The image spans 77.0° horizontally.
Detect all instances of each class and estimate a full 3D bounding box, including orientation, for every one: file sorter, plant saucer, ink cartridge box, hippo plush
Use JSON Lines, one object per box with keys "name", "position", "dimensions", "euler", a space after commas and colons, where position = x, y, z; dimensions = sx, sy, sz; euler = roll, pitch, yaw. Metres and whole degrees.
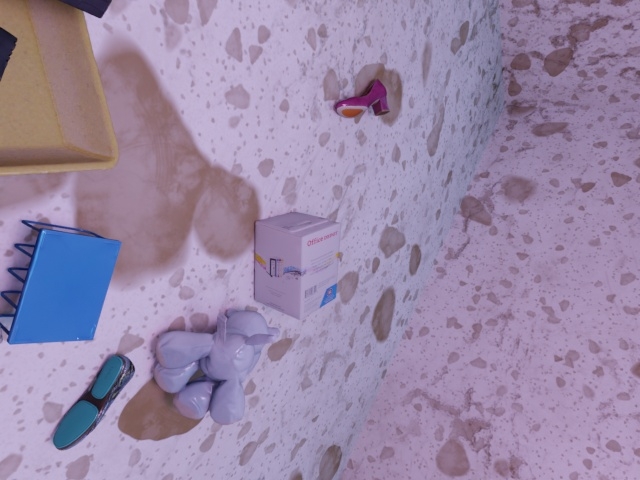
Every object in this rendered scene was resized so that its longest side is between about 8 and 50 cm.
{"name": "file sorter", "position": [-0.421, 0.062, 0.640], "dimensions": [0.118, 0.105, 0.170], "euler": [16, 91, -57]}
{"name": "plant saucer", "position": [-0.439, -0.225, 0.445], "dimensions": [0.333, 0.081, 0.332], "euler": [-19, 99, -51]}
{"name": "ink cartridge box", "position": [-0.063, 0.058, 1.094], "dimensions": [0.171, 0.168, 0.232], "euler": [-21, 121, -50]}
{"name": "hippo plush", "position": [-0.234, 0.245, 0.953], "dimensions": [0.236, 0.235, 0.294], "euler": [-67, 179, -72]}

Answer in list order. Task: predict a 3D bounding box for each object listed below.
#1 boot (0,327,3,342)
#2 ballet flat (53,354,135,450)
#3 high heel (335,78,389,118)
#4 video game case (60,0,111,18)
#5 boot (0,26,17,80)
{"name": "boot", "position": [-0.558, 0.083, 0.490], "dimensions": [0.244, 0.089, 0.176], "euler": [-15, 99, -40]}
{"name": "ballet flat", "position": [-0.429, 0.315, 0.783], "dimensions": [0.188, 0.070, 0.070], "euler": [-56, 143, -18]}
{"name": "high heel", "position": [0.124, -0.450, 1.247], "dimensions": [0.244, 0.082, 0.117], "euler": [-17, 90, -37]}
{"name": "video game case", "position": [-0.385, -0.389, 0.415], "dimensions": [0.275, 0.035, 0.248], "euler": [1, 61, -54]}
{"name": "boot", "position": [-0.407, -0.150, 0.330], "dimensions": [0.207, 0.094, 0.246], "euler": [29, 55, -49]}
